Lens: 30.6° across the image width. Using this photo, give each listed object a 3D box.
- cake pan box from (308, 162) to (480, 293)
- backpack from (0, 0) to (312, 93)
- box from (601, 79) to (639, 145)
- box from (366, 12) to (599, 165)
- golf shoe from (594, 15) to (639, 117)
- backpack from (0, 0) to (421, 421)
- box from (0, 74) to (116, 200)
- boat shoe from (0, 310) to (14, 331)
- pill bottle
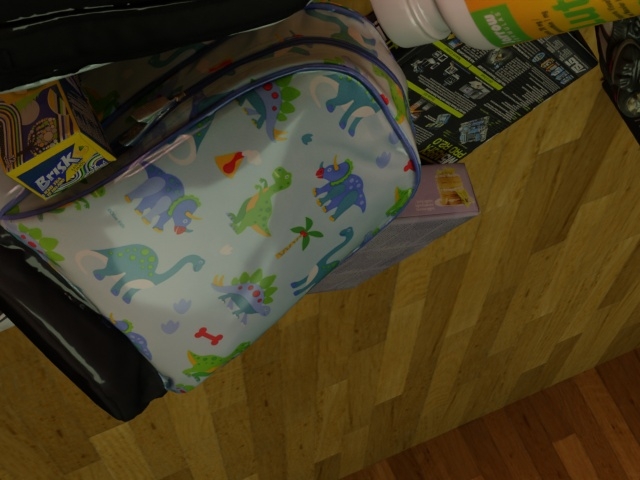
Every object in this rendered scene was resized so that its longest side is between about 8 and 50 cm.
[{"bbox_3d":[0.000,0.000,1.272,0.245,0.070,0.267,-4,162,-34],"label":"cake pan box"},{"bbox_3d":[-0.105,-0.207,0.660,0.253,0.191,0.225,-10,156,-17],"label":"backpack"},{"bbox_3d":[0.531,-0.154,1.319,0.182,0.296,0.294,-2,147,-43],"label":"box"},{"bbox_3d":[0.136,-0.173,1.165,0.216,0.060,0.270,-35,156,21],"label":"box"},{"bbox_3d":[0.302,-0.251,1.132,0.105,0.120,0.273,-14,133,-6],"label":"golf shoe"},{"bbox_3d":[-0.096,-0.052,0.922,0.355,0.273,0.290,-46,129,-16],"label":"backpack"},{"bbox_3d":[-0.201,-0.115,0.787,0.059,0.169,0.054,-29,156,6],"label":"box"},{"bbox_3d":[-0.344,0.040,1.071,0.301,0.108,0.102,-32,159,32],"label":"boat shoe"},{"bbox_3d":[0.164,-0.224,0.905,0.245,0.136,0.136,-9,168,30],"label":"pill bottle"}]
